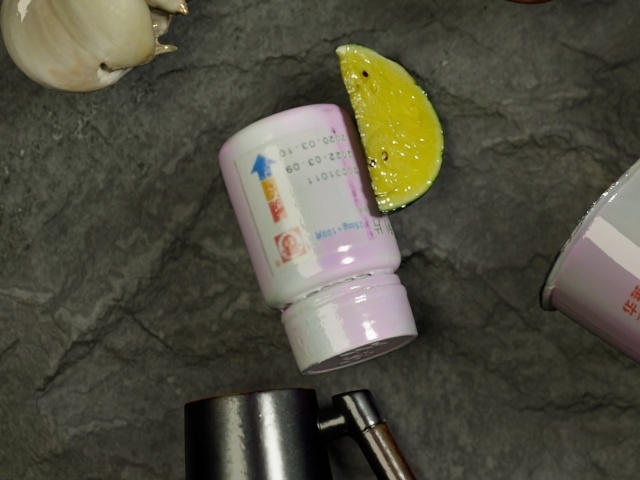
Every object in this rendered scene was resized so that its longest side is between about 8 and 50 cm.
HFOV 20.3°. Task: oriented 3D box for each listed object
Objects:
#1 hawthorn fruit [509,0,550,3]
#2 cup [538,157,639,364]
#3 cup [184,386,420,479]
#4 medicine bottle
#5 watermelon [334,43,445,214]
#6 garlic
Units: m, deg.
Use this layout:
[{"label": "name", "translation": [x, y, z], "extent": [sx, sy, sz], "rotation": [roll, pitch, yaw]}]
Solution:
[{"label": "hawthorn fruit", "translation": [0.201, -0.305, 1.689], "extent": [0.179, 0.179, 0.200], "rotation": [61, 142, 17]}, {"label": "cup", "translation": [0.365, 0.071, 1.584], "extent": [0.288, 0.203, 0.203], "rotation": [40, 111, 20]}, {"label": "cup", "translation": [-0.029, 0.248, 1.882], "extent": [0.166, 0.239, 0.177], "rotation": [140, 125, -72]}, {"label": "medicine bottle", "translation": [0.000, 0.000, 1.829], "extent": [0.152, 0.152, 0.254], "rotation": [-26, 78, 31]}, {"label": "watermelon", "translation": [0.081, -0.113, 1.813], "extent": [0.075, 0.092, 0.181], "rotation": [-19, 72, 18]}, {"label": "garlic", "translation": [-0.234, -0.281, 1.965], "extent": [0.185, 0.203, 0.281], "rotation": [-9, 47, 56]}]
